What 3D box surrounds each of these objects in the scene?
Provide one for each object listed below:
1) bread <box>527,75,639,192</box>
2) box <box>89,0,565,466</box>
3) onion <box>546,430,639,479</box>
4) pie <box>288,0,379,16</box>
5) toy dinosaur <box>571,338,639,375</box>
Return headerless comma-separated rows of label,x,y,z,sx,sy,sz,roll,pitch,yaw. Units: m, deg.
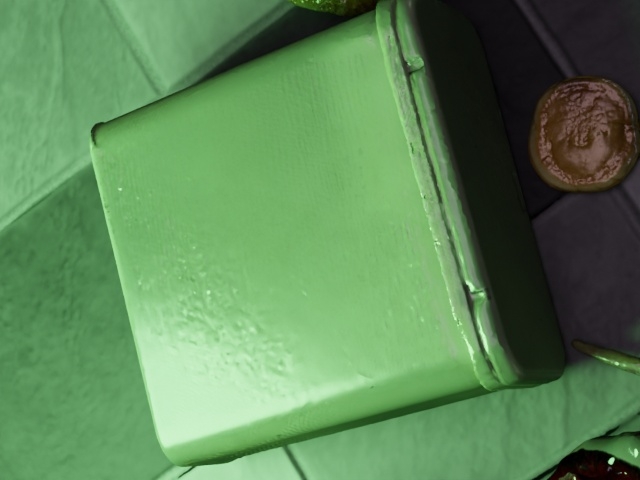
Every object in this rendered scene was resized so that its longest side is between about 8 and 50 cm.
bread,0.236,-0.094,1.774,0.110,0.024,0.110,-2,84,22
box,0.000,0.000,1.782,0.344,0.177,0.352,-18,80,21
onion,0.254,0.297,1.646,0.195,0.272,0.272,40,104,-22
pie,-0.015,-0.311,1.778,0.277,0.277,0.078,17,59,22
toy dinosaur,0.347,0.155,1.687,0.200,0.072,0.251,-33,85,27
